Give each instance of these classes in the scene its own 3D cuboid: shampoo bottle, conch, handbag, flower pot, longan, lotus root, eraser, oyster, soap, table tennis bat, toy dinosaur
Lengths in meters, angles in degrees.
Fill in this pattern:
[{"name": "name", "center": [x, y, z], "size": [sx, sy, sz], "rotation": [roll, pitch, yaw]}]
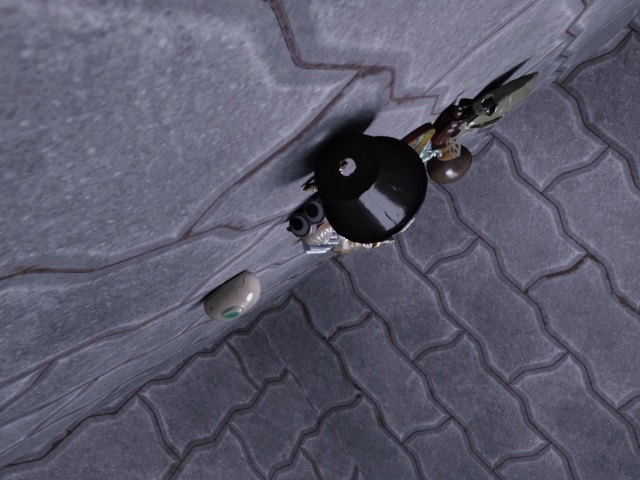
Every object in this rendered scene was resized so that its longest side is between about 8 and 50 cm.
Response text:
[{"name": "shampoo bottle", "center": [0.434, -0.398, 1.740], "size": [0.068, 0.067, 0.236], "rotation": [-32, 171, -15]}, {"name": "conch", "center": [0.169, -0.056, 2.288], "size": [0.325, 0.186, 0.263], "rotation": [-10, 166, -13]}, {"name": "handbag", "center": [0.640, -0.497, 1.956], "size": [0.253, 0.109, 0.316], "rotation": [-29, 177, -29]}, {"name": "flower pot", "center": [0.092, -0.140, 1.174], "size": [0.269, 0.268, 0.166], "rotation": [-38, 151, 12]}, {"name": "longan", "center": [0.580, -0.352, 2.373], "size": [0.212, 0.198, 0.198], "rotation": [-38, 174, -5]}, {"name": "lotus root", "center": [0.510, -0.377, 2.113], "size": [0.081, 0.112, 0.122], "rotation": [-32, 179, 41]}, {"name": "eraser", "center": [0.029, -0.100, 1.677], "size": [0.171, 0.087, 0.291], "rotation": [-43, 172, 31]}, {"name": "oyster", "center": [0.017, -0.168, 1.350], "size": [0.132, 0.029, 0.086], "rotation": [-29, 165, -32]}, {"name": "soap", "center": [0.000, 0.000, 2.178], "size": [0.149, 0.100, 0.056], "rotation": [-3, 163, -29]}, {"name": "table tennis bat", "center": [0.245, -0.263, 1.830], "size": [0.268, 0.051, 0.414], "rotation": [-30, 168, -46]}, {"name": "toy dinosaur", "center": [0.424, -0.350, 2.007], "size": [0.130, 0.076, 0.383], "rotation": [-9, 152, -30]}]

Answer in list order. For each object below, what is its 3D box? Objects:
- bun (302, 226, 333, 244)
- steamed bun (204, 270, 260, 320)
[{"name": "bun", "center": [-0.002, -0.024, 2.041], "size": [0.138, 0.094, 0.138], "rotation": [-33, 176, -3]}, {"name": "steamed bun", "center": [-0.317, 0.218, 1.936], "size": [0.228, 0.130, 0.177], "rotation": [-36, 175, -27]}]
